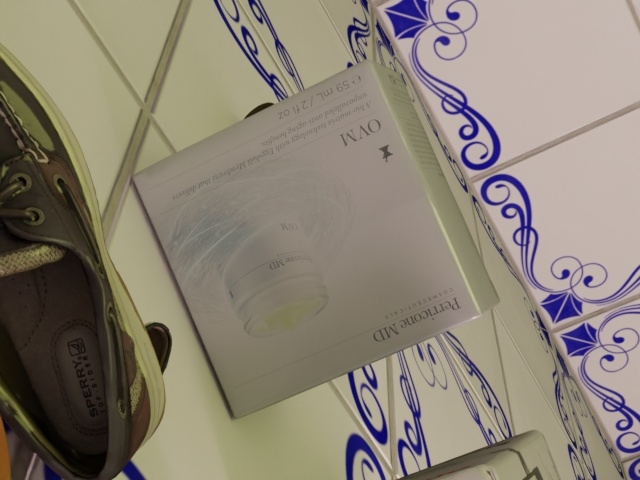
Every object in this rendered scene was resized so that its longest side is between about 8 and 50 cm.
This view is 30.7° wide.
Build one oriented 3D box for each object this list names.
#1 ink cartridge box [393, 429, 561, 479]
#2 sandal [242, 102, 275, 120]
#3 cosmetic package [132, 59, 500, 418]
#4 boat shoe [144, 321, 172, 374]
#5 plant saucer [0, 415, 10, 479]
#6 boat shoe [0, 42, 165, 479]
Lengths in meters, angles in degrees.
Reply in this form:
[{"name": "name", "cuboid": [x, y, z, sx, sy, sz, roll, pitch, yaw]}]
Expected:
[{"name": "ink cartridge box", "cuboid": [0.093, 0.251, 0.963, 0.114, 0.198, 0.273, 70, 16, 10]}, {"name": "sandal", "cuboid": [-0.023, -0.046, 1.238, 0.079, 0.088, 0.240, 41, 23, -44]}, {"name": "cosmetic package", "cuboid": [0.000, 0.000, 0.985, 0.224, 0.224, 0.138, 66, 15, 3]}, {"name": "boat shoe", "cuboid": [-0.127, 0.092, 0.773, 0.046, 0.038, 0.125, 61, 16, -14]}, {"name": "plant saucer", "cuboid": [-0.204, 0.088, 0.529, 0.200, 0.037, 0.200, 56, 18, -30]}, {"name": "boat shoe", "cuboid": [-0.168, 0.005, 0.637, 0.092, 0.103, 0.285, -119, -173, -78]}]
